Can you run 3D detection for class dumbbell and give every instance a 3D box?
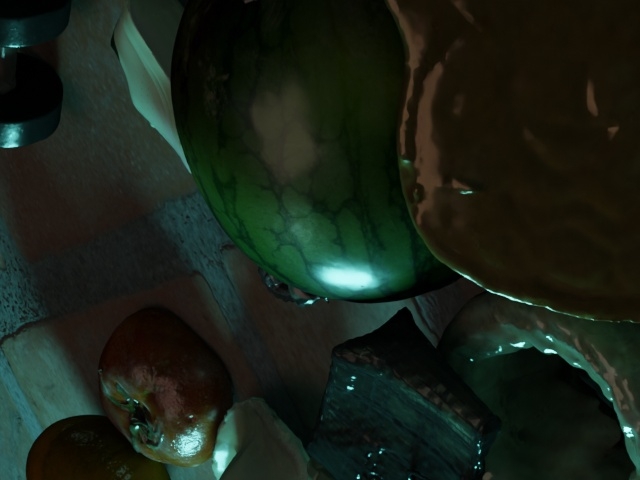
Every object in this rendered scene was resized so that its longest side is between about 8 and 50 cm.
[{"bbox_3d":[-0.393,-0.238,1.811,0.152,0.152,0.218,39,137,25],"label":"dumbbell"}]

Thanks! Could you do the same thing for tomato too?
[{"bbox_3d":[-0.221,0.211,1.956,0.237,0.095,0.237,27,132,34],"label":"tomato"}]

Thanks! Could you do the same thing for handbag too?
[{"bbox_3d":[0.078,0.184,1.325,0.175,0.088,0.270,49,149,26],"label":"handbag"}]

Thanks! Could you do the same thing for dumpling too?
[{"bbox_3d":[-0.062,0.349,1.825,0.260,0.181,0.341,56,177,38],"label":"dumpling"}]

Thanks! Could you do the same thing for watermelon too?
[{"bbox_3d":[0.043,-0.122,1.257,0.363,0.363,0.363,27,131,35],"label":"watermelon"}]

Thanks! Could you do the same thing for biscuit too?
[{"bbox_3d":[0.244,-0.113,1.064,0.062,0.385,0.365,-92,-7,-75],"label":"biscuit"}]

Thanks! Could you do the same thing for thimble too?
[{"bbox_3d":[0.254,0.147,1.306,0.291,0.195,0.291,28,131,38],"label":"thimble"}]

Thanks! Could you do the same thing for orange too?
[{"bbox_3d":[-0.311,0.354,2.081,0.240,0.171,0.240,40,158,21],"label":"orange"}]

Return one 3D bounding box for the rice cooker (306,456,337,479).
[{"bbox_3d":[0.110,0.284,1.539,0.226,0.226,0.244,3,112,47],"label":"rice cooker"}]

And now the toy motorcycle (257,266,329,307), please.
[{"bbox_3d":[0.000,0.000,1.577,0.229,0.094,0.130,-11,103,45],"label":"toy motorcycle"}]

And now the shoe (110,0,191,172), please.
[{"bbox_3d":[-0.157,-0.156,1.660,0.110,0.095,0.265,-28,87,58],"label":"shoe"}]
